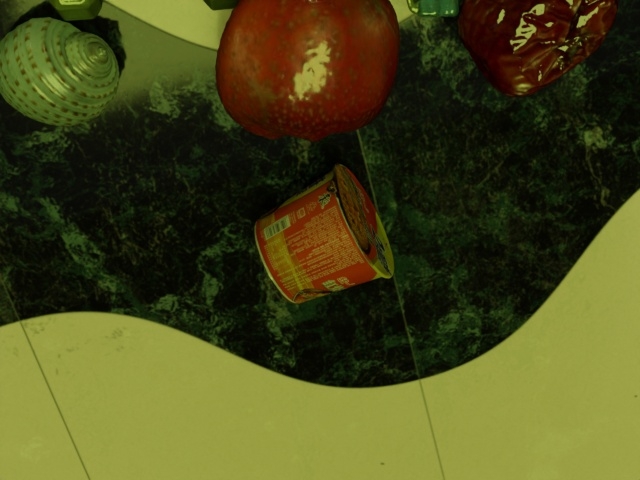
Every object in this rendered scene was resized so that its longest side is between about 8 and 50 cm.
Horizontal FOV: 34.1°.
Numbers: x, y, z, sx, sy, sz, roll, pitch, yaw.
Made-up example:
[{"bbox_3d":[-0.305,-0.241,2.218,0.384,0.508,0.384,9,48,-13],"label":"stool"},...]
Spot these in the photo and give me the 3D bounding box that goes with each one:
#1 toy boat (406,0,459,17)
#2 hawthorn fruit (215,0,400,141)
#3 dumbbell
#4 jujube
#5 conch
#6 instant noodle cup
[{"bbox_3d":[0.172,-0.484,1.587,0.111,0.084,0.276,-3,112,-1],"label":"toy boat"},{"bbox_3d":[-0.009,-0.287,1.558,0.275,0.275,0.299,18,112,-13],"label":"hawthorn fruit"},{"bbox_3d":[-0.259,-0.398,1.570,0.302,0.108,0.121,-4,115,-3],"label":"dumbbell"},{"bbox_3d":[0.332,-0.345,1.600,0.232,0.213,0.213,-38,113,8],"label":"jujube"},{"bbox_3d":[-0.408,-0.241,1.610,0.200,0.131,0.172,-43,139,20],"label":"conch"},{"bbox_3d":[0.000,0.000,1.741,0.174,0.213,0.213,-25,115,16],"label":"instant noodle cup"}]
